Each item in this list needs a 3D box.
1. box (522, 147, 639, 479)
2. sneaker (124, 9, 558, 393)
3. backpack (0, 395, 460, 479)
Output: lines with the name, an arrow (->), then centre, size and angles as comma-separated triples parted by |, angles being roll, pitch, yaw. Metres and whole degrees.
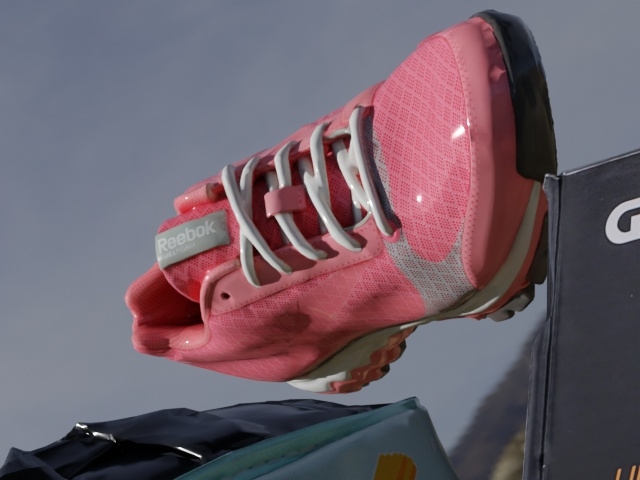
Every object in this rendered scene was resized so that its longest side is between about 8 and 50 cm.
box -> 0.174, 0.088, 0.417 | 0.295, 0.293, 0.073 | -16, -32, 39
sneaker -> 0.000, 0.001, 0.896 | 0.136, 0.116, 0.314 | -1, -23, -24
backpack -> -0.041, 0.109, 0.389 | 0.166, 0.144, 0.188 | -17, -18, -33
